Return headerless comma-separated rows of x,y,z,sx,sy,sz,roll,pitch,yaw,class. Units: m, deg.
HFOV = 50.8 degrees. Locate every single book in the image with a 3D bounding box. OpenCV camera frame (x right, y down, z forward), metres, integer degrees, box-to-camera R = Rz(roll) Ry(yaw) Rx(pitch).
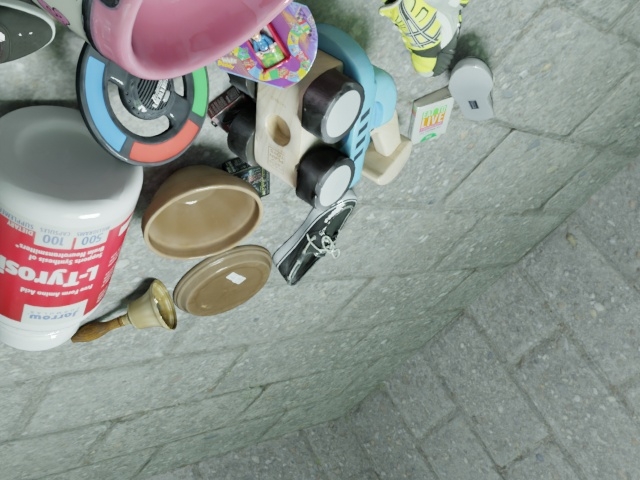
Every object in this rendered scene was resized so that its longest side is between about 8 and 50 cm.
0.257,-0.290,1.588,0.096,0.035,0.144,-23,154,-10,book

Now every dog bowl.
-0.127,-0.348,0.751,0.408,0.150,0.408,-39,178,-1,dog bowl

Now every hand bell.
-0.474,0.190,1.581,0.241,0.126,0.126,-20,155,4,hand bell

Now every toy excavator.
0.056,-0.225,1.282,0.445,0.222,0.433,-36,148,-36,toy excavator

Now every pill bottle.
-0.445,0.002,1.101,0.228,0.229,0.408,-10,147,-37,pill bottle

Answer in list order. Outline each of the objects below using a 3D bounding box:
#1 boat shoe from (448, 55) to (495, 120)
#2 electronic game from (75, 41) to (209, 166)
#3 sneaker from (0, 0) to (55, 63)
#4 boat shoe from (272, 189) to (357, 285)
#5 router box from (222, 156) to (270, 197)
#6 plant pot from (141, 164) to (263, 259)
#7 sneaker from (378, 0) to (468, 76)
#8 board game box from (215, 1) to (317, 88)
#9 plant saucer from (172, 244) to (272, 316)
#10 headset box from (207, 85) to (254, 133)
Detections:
0.346,-0.354,1.498,0.096,0.088,0.267,0,167,23,boat shoe
-0.254,-0.224,0.994,0.229,0.048,0.230,-16,111,-48,electronic game
-0.456,-0.210,0.811,0.295,0.147,0.105,-16,149,-31,sneaker
-0.003,0.000,1.724,0.306,0.105,0.113,-43,152,23,boat shoe
-0.154,-0.128,1.410,0.092,0.038,0.122,-24,153,-18,router box
-0.238,-0.071,1.320,0.237,0.110,0.237,-16,151,-9,plant pot
0.177,-0.420,1.181,0.147,0.145,0.385,3,163,5,sneaker
-0.090,-0.287,0.976,0.168,0.033,0.133,18,126,0,board game box
-0.244,0.113,1.737,0.277,0.041,0.278,-25,152,-14,plant saucer
-0.164,-0.235,1.217,0.083,0.032,0.062,-37,154,7,headset box
